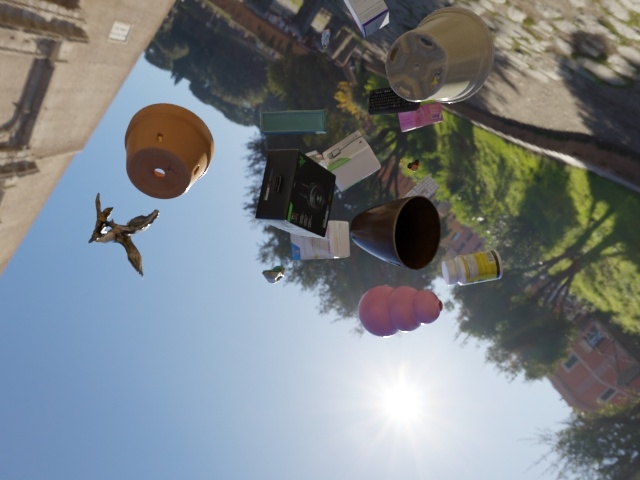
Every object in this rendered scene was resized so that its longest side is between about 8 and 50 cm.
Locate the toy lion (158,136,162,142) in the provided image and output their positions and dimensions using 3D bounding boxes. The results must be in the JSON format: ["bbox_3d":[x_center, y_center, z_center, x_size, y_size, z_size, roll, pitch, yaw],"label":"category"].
[{"bbox_3d":[-0.634,-0.370,1.771,0.096,0.034,0.100,42,-119,-9],"label":"toy lion"}]

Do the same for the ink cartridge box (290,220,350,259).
[{"bbox_3d":[0.000,0.000,2.205,0.232,0.171,0.168,-3,180,30],"label":"ink cartridge box"}]

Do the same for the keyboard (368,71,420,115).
[{"bbox_3d":[0.320,-0.652,2.026,0.033,0.202,0.317,4,-174,-37],"label":"keyboard"}]

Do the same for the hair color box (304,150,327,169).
[{"bbox_3d":[-0.114,-0.249,2.291,0.113,0.374,0.185,41,-149,9],"label":"hair color box"}]

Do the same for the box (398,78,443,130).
[{"bbox_3d":[0.526,-0.734,2.511,0.213,0.243,0.117,-19,-168,-28],"label":"box"}]

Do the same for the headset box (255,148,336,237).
[{"bbox_3d":[-0.085,-0.160,1.627,0.131,0.246,0.283,5,170,32],"label":"headset box"}]

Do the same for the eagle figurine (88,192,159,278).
[{"bbox_3d":[-0.704,-0.012,1.693,0.298,0.226,0.225,16,-130,18],"label":"eagle figurine"}]

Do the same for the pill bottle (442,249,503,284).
[{"bbox_3d":[0.592,0.110,1.834,0.208,0.119,0.119,-10,-157,2],"label":"pill bottle"}]

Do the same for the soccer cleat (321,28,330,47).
[{"bbox_3d":[0.017,-0.642,1.484,0.029,0.036,0.083,-7,180,-7],"label":"soccer cleat"}]

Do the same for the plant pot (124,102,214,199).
[{"bbox_3d":[-0.509,-0.272,1.532,0.291,0.291,0.203,25,-144,-22],"label":"plant pot"}]

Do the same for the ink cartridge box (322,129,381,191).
[{"bbox_3d":[0.126,-0.347,2.009,0.115,0.198,0.273,55,-170,-25],"label":"ink cartridge box"}]

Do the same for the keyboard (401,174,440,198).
[{"bbox_3d":[0.375,-0.160,1.935,0.072,0.256,0.014,48,-162,3],"label":"keyboard"}]

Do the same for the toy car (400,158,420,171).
[{"bbox_3d":[0.381,-0.320,1.952,0.040,0.060,0.122,53,-172,-26],"label":"toy car"}]

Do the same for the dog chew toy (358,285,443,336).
[{"bbox_3d":[0.315,0.269,1.822,0.206,0.332,0.207,20,-115,-50],"label":"dog chew toy"}]

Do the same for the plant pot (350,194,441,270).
[{"bbox_3d":[0.207,-0.030,1.419,0.215,0.215,0.230,17,174,-40],"label":"plant pot"}]

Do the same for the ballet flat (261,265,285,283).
[{"bbox_3d":[-0.199,0.152,2.032,0.073,0.067,0.206,2,-177,16],"label":"ballet flat"}]

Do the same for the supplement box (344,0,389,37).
[{"bbox_3d":[0.153,-0.889,1.723,0.220,0.114,0.111,60,-170,0],"label":"supplement box"}]

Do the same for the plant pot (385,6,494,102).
[{"bbox_3d":[0.393,-0.624,1.629,0.334,0.334,0.305,38,-139,15],"label":"plant pot"}]

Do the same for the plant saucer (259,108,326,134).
[{"bbox_3d":[-0.079,-0.341,1.347,0.192,0.067,0.018,-1,-171,3],"label":"plant saucer"}]
